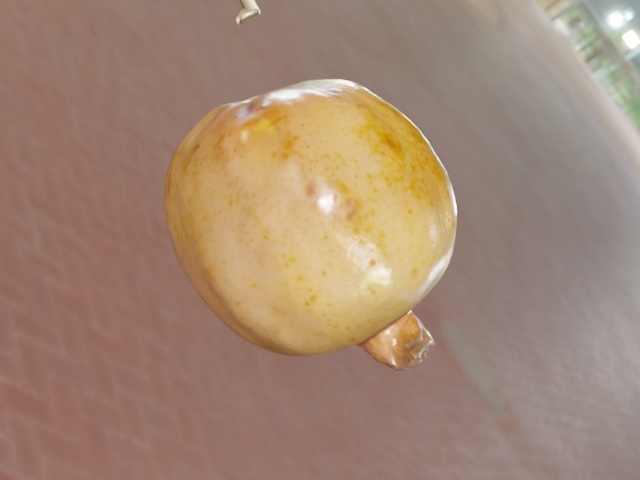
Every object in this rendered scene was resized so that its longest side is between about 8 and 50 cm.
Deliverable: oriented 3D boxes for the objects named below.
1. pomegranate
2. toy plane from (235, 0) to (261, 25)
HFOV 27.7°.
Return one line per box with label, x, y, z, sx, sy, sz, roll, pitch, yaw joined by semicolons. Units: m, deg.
pomegranate;-0.009;-0.014;0.904;0.207;0.207;0.207;49;16;-19
toy plane;-0.090;-0.260;0.812;0.256;0.104;0.241;-100;170;-66
